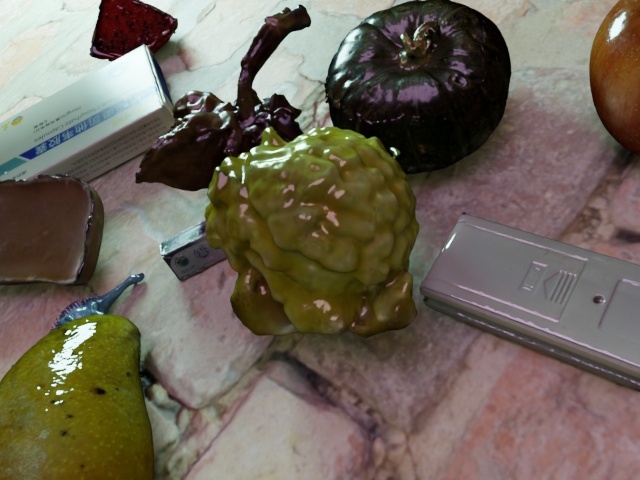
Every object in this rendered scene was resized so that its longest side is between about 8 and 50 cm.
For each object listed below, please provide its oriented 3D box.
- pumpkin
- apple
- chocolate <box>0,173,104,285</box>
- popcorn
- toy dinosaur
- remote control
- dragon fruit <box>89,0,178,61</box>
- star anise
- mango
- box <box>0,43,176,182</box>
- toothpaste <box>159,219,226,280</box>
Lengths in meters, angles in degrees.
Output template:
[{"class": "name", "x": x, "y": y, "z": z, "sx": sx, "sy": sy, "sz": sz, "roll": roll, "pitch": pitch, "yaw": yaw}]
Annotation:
[{"class": "pumpkin", "x": 0.116, "y": -0.196, "z": 0.773, "sx": 0.238, "sy": 0.159, "sz": 0.237, "roll": -8, "pitch": 52, "yaw": 11}, {"class": "apple", "x": 0.385, "y": -0.185, "z": 0.652, "sx": 0.201, "sy": 0.162, "sz": 0.201, "roll": -11, "pitch": 50, "yaw": 14}, {"class": "chocolate", "x": -0.412, "y": -0.008, "z": 0.902, "sx": 0.262, "sy": 0.083, "sz": 0.160, "roll": 2, "pitch": 78, "yaw": 21}, {"class": "popcorn", "x": 0.000, "y": 0.000, "z": 0.646, "sx": 0.237, "sy": 0.206, "sz": 0.251, "roll": -44, "pitch": 62, "yaw": 33}, {"class": "toy dinosaur", "x": -0.304, "y": 0.108, "z": 0.801, "sx": 0.197, "sy": 0.045, "sz": 0.080, "roll": -39, "pitch": 38, "yaw": -17}, {"class": "remote control", "x": 0.242, "y": 0.062, "z": 0.600, "sx": 0.277, "sy": 0.055, "sz": 0.102, "roll": 21, "pitch": 66, "yaw": 32}, {"class": "dragon fruit", "x": -0.333, "y": -0.381, "z": 1.157, "sx": 0.161, "sy": 0.120, "sz": 0.127, "roll": 20, "pitch": 19, "yaw": 6}, {"class": "star anise", "x": -0.109, "y": -0.186, "z": 0.868, "sx": 0.237, "sy": 0.148, "sz": 0.346, "roll": 28, "pitch": 78, "yaw": 40}, {"class": "mango", "x": -0.266, "y": 0.212, "z": 0.634, "sx": 0.177, "sy": 0.175, "sz": 0.329, "roll": 7, "pitch": 47, "yaw": -28}, {"class": "box", "x": -0.409, "y": -0.177, "z": 1.036, "sx": 0.344, "sy": 0.065, "sz": 0.200, "roll": -28, "pitch": 50, "yaw": 2}, {"class": "toothpaste", "x": -0.111, "y": -0.015, "z": 0.812, "sx": 0.196, "sy": 0.047, "sz": 0.040, "roll": -27, "pitch": 34, "yaw": 2}]
